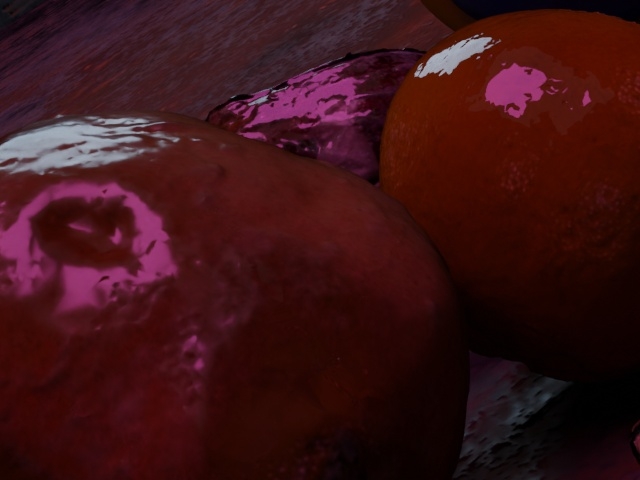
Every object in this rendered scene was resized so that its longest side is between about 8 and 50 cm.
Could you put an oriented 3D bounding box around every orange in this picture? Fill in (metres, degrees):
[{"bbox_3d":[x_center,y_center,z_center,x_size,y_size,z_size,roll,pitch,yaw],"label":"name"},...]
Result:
[{"bbox_3d":[0.098,-0.015,0.631,0.159,0.159,0.136,7,78,61],"label":"orange"}]

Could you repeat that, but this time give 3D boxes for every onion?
[{"bbox_3d":[0.000,0.000,0.813,0.206,0.151,0.098,-35,50,22],"label":"onion"}]

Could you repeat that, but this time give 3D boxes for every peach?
[{"bbox_3d":[-0.052,0.054,0.577,0.214,0.214,0.235,-42,27,-28],"label":"peach"}]

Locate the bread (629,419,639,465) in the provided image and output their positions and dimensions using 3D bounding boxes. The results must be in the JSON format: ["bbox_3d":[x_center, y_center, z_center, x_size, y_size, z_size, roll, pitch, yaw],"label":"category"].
[{"bbox_3d":[0.152,0.062,0.499,0.106,0.053,0.072,-29,42,13],"label":"bread"}]

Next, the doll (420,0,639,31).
[{"bbox_3d":[0.192,-0.191,0.968,0.311,0.160,0.242,1,15,15],"label":"doll"}]
